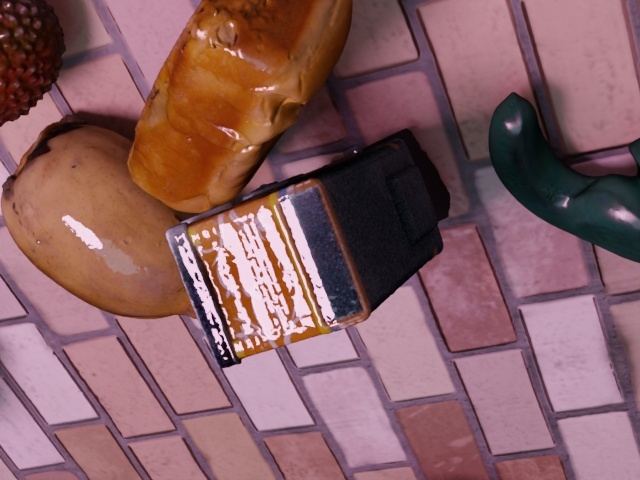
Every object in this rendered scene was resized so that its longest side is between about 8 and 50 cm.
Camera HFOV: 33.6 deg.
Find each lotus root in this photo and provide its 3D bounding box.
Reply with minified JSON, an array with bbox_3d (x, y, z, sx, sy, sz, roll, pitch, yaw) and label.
[{"bbox_3d":[-0.198,0.003,1.140,0.310,0.183,0.183,36,127,-4],"label":"lotus root"}]

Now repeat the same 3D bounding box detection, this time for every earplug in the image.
[{"bbox_3d":[0.331,-0.070,1.035,0.280,0.164,0.257,-31,81,17],"label":"earplug"}]

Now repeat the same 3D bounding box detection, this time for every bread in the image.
[{"bbox_3d":[-0.077,-0.147,0.974,0.132,0.167,0.294,36,148,-8],"label":"bread"}]

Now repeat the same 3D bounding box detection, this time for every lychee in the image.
[{"bbox_3d":[-0.349,-0.184,1.037,0.197,0.165,0.165,-24,122,7],"label":"lychee"}]

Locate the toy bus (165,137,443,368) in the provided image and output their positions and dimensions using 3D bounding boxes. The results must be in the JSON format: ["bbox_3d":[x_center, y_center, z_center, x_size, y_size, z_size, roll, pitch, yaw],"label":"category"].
[{"bbox_3d":[0.000,0.000,0.968,0.167,0.275,0.138,-19,95,23],"label":"toy bus"}]

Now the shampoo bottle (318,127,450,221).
[{"bbox_3d":[-0.015,-0.016,1.170,0.309,0.071,0.098,-24,121,27],"label":"shampoo bottle"}]
